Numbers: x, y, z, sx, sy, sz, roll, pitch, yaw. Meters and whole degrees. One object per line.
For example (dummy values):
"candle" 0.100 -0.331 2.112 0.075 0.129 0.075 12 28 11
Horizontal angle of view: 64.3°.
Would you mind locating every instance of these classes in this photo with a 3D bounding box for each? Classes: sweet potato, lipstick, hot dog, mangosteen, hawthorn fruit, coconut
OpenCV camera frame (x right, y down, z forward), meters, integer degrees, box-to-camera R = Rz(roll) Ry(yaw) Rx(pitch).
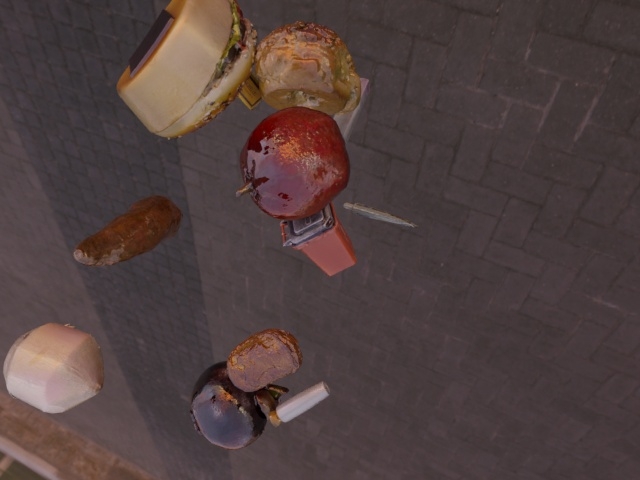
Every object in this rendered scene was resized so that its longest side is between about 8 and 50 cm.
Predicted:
"sweet potato" -0.328 -0.022 0.917 0.097 0.292 0.097 3 106 10
"lipstick" 0.091 -0.440 1.817 0.068 0.317 0.066 16 159 18
"hot dog" -0.103 0.221 0.948 0.147 0.065 0.099 -31 90 10
"mangosteen" -0.288 0.570 1.819 0.307 0.346 0.307 158 90 -80
"hawthorn fruit" -0.063 -0.146 0.999 0.215 0.249 0.215 50 158 28
"coconut" -0.667 0.332 1.308 0.233 0.224 0.224 13 140 -2

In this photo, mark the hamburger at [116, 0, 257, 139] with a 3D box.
"hamburger" -0.242 -0.332 0.963 0.300 0.300 0.176 -16 141 43

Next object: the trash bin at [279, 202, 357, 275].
"trash bin" 0.000 0.000 1.625 0.184 0.161 0.239 -25 133 12

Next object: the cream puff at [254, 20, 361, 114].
"cream puff" -0.032 -0.519 1.539 0.342 0.231 0.327 8 172 -17

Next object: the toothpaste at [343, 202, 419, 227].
"toothpaste" 0.184 -0.078 1.591 0.255 0.067 0.037 19 97 29

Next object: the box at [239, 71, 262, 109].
"box" -0.314 -0.576 1.631 0.301 0.084 0.193 49 -177 25

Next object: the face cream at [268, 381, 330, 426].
"face cream" -0.059 0.458 1.425 0.051 0.182 0.072 60 -174 26
